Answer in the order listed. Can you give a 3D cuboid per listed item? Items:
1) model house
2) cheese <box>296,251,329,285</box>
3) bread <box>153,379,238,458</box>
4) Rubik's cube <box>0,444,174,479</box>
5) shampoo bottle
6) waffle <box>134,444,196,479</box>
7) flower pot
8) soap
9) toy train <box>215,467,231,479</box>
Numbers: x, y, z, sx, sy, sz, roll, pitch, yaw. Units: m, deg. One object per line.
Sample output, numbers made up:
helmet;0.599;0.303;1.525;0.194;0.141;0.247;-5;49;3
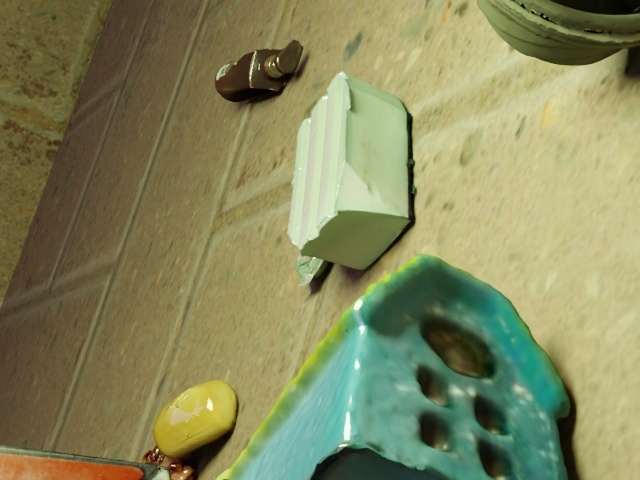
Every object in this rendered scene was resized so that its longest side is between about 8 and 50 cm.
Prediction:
model house;0.051;0.170;1.132;0.237;0.215;0.303;-54;20;33
cheese;0.000;0.000;1.700;0.067;0.026;0.120;-28;39;59
bread;-0.156;0.212;1.782;0.115;0.056;0.082;-25;39;26
Rubik's cube;-0.333;0.427;1.622;0.310;0.307;0.305;-53;40;35
shampoo bottle;-0.087;-0.244;2.137;0.236;0.067;0.068;178;103;-68
waffle;-0.221;0.357;1.845;0.221;0.055;0.234;-45;25;47
flower pot;0.207;-0.234;1.199;0.140;0.235;0.235;107;177;-67
soap;0.034;-0.069;1.602;0.145;0.091;0.230;-52;25;43
toy train;-0.028;0.287;1.319;0.177;0.134;0.261;-40;33;36
